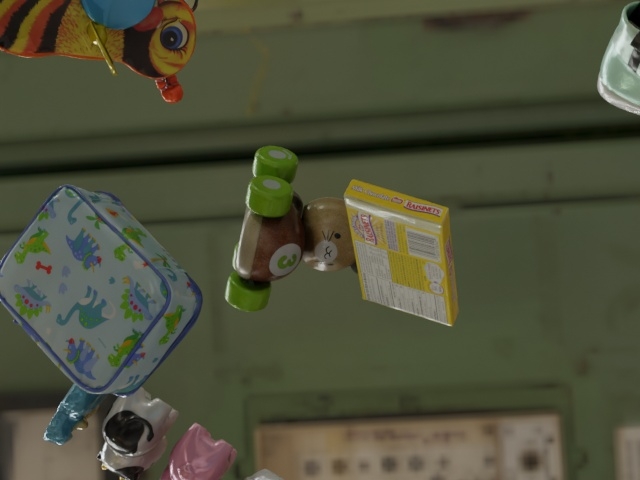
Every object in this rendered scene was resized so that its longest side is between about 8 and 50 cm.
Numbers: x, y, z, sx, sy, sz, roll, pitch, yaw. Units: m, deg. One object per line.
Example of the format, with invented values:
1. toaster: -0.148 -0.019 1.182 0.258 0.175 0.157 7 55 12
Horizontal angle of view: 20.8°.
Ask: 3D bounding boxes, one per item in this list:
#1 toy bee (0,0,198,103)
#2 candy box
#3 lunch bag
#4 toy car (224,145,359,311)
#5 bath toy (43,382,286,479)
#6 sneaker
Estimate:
1. toy bee: -0.179 -0.198 1.609 0.195 0.298 0.162 -74 -16 -63
2. candy box: 0.085 0.016 1.778 0.027 0.105 0.206 -62 -20 -26
3. lunch bag: -0.252 0.058 1.949 0.176 0.219 0.090 -53 -26 12
4. toy car: 0.000 0.000 1.995 0.149 0.188 0.155 -83 6 -61
5. bath toy: -0.179 0.291 2.202 0.129 0.348 0.151 -57 -13 -10
6. sneaker: 0.446 -0.187 1.987 0.151 0.256 0.094 92 -158 -53
